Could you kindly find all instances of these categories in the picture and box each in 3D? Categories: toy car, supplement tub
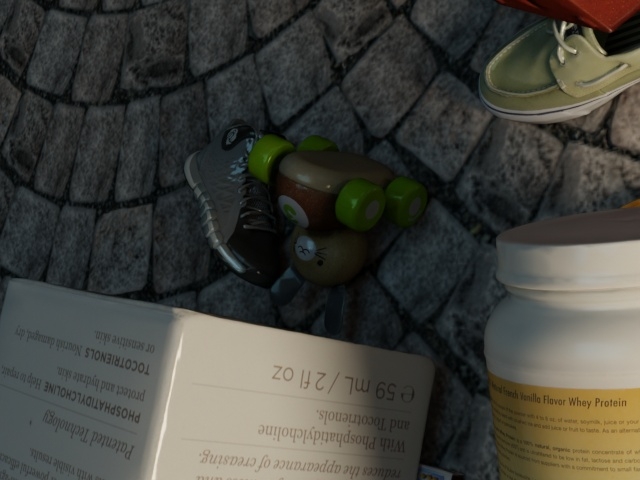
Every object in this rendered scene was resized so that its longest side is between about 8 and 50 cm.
[{"bbox_3d":[0.000,0.000,1.278,0.155,0.149,0.188,28,111,34],"label":"toy car"},{"bbox_3d":[0.242,0.140,0.875,0.228,0.228,0.316,-1,99,44],"label":"supplement tub"}]

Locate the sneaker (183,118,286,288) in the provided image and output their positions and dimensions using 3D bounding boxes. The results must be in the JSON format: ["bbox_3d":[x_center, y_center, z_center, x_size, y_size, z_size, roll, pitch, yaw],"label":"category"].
[{"bbox_3d":[-0.080,-0.061,1.401,0.132,0.086,0.228,-47,50,22],"label":"sneaker"}]

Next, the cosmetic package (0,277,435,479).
[{"bbox_3d":[-0.136,0.266,1.183,0.327,0.329,0.393,6,84,49],"label":"cosmetic package"}]

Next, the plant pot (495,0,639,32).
[{"bbox_3d":[0.200,-0.332,1.022,0.235,0.267,0.267,-62,33,5],"label":"plant pot"}]

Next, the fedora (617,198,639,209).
[{"bbox_3d":[0.275,0.051,1.030,0.194,0.079,0.194,-13,71,42],"label":"fedora"}]

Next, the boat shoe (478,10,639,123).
[{"bbox_3d":[0.261,-0.189,1.096,0.302,0.094,0.109,-17,68,40],"label":"boat shoe"}]

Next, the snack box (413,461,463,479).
[{"bbox_3d":[0.095,0.311,1.175,0.064,0.022,0.178,7,84,47],"label":"snack box"}]
